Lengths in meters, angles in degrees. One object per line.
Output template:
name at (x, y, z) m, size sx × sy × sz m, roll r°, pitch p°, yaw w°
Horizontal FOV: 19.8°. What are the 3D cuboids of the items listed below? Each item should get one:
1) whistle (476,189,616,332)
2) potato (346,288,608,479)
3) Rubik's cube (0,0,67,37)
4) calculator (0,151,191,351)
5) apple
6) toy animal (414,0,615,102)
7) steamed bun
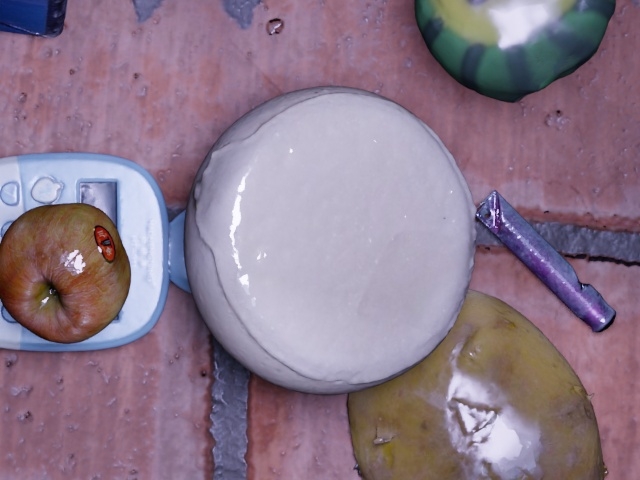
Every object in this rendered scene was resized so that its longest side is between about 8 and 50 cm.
whistle at (0.222, 0.022, 1.803) m, size 0.176 × 0.033 × 0.033 m, roll 45°, pitch 83°, yaw -5°
potato at (0.154, 0.193, 1.751) m, size 0.239 × 0.116 × 0.299 m, roll -27°, pitch 90°, yaw -4°
Rubik's cube at (-0.337, -0.337, 1.629) m, size 0.259 × 0.260 × 0.255 m, roll 9°, pitch 85°, yaw -10°
calculator at (-0.245, 0.011, 1.733) m, size 0.302 × 0.042 × 0.188 m, roll 0°, pitch 87°, yaw -8°
apple at (-0.232, 0.028, 1.657) m, size 0.126 × 0.102 × 0.126 m, roll 7°, pitch 122°, yaw 12°
toy animal at (0.157, -0.288, 1.719) m, size 0.216 × 0.191 × 0.338 m, roll -25°, pitch 71°, yaw 6°
steamed bun at (0.000, 0.000, 1.697) m, size 0.283 × 0.177 × 0.283 m, roll 0°, pitch 90°, yaw -22°
